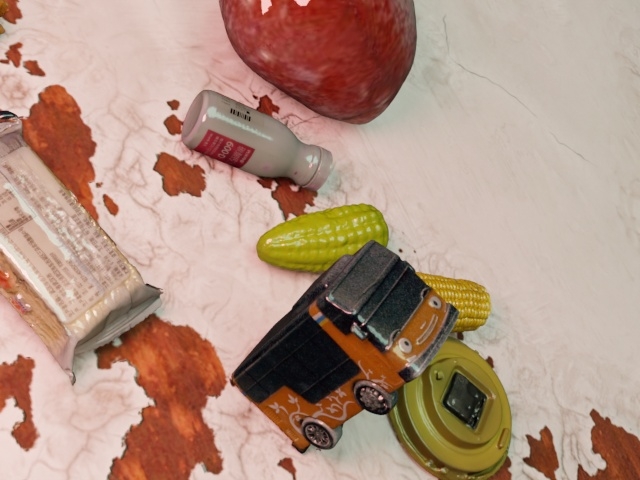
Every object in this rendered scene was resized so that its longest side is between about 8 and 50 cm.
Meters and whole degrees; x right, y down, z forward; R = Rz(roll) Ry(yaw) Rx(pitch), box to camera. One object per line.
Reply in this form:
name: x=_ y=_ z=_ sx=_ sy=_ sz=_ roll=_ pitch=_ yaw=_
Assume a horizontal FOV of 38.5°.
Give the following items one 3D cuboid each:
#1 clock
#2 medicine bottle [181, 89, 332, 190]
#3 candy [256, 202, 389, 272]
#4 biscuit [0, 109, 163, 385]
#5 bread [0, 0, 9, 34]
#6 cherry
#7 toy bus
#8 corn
clock: x=0.202 y=0.238 z=1.346 sx=0.237 sy=0.057 sz=0.237 roll=18 pitch=55 yaw=-27
medicine bottle: x=-0.090 y=-0.140 z=1.344 sx=0.217 sy=0.090 sz=0.090 roll=22 pitch=52 yaw=-25
candy: x=0.000 y=0.000 z=1.324 sx=0.210 sy=0.097 sz=0.096 roll=-9 pitch=69 yaw=-33
biscuit: x=-0.328 y=-0.002 z=1.068 sx=0.309 sy=0.079 sz=0.186 roll=48 pitch=43 yaw=-5
bread: x=-0.551 y=-0.400 z=1.162 sx=0.380 sy=0.109 sz=0.185 roll=40 pitch=43 yaw=-10
cherry: x=0.002 y=-0.360 z=1.434 sx=0.335 sy=0.291 sz=0.326 roll=30 pitch=36 yaw=-42
toy bus: x=0.025 y=0.134 z=1.131 sx=0.167 sy=0.275 sz=0.138 roll=45 pitch=47 yaw=-3
corn: x=0.149 y=0.092 z=1.370 sx=0.244 sy=0.093 sz=0.093 roll=5 pitch=60 yaw=-34
